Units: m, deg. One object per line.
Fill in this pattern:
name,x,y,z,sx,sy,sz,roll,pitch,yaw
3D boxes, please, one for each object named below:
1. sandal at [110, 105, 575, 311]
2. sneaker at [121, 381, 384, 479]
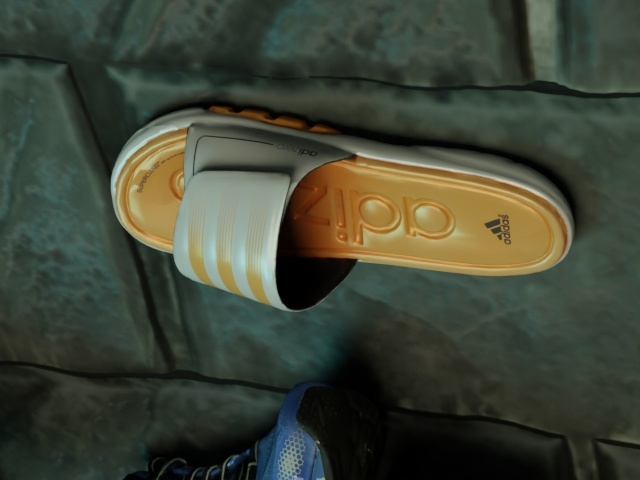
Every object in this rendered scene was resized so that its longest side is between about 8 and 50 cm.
sandal,-0.001,-0.008,1.002,0.265,0.076,0.102,5,130,20
sneaker,-0.066,0.193,1.173,0.147,0.129,0.330,26,135,-3
